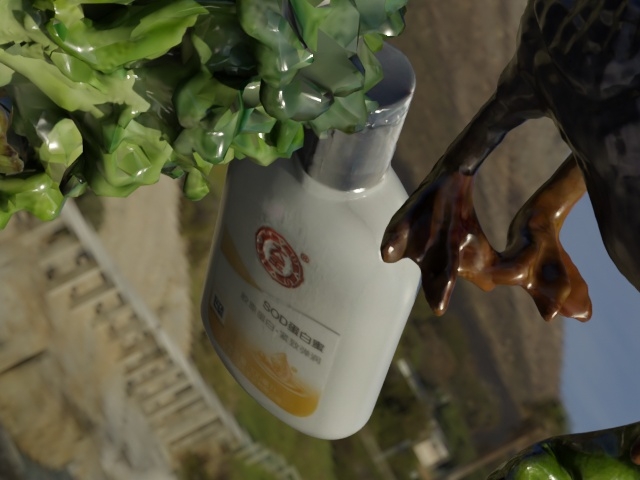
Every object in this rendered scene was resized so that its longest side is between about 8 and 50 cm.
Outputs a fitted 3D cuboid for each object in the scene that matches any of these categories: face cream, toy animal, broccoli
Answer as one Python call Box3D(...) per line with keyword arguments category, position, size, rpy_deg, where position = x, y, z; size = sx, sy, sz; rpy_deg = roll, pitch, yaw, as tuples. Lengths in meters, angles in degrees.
Box3D(category="face cream", position=(0.000, 0.000, 0.975), size=(0.144, 0.071, 0.291), rpy_deg=(44, -34, 18))
Box3D(category="toy animal", position=(0.122, -0.052, 0.680), size=(0.185, 0.122, 0.298), rpy_deg=(-43, -145, 44))
Box3D(category="broccoli", position=(-0.101, -0.100, 0.313), size=(0.177, 0.275, 0.198), rpy_deg=(-20, -102, 51))

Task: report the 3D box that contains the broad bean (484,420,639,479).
Box3D(category="broad bean", position=(0.193, 0.140, 1.063), size=(0.061, 0.195, 0.046), rpy_deg=(-79, 154, -63))

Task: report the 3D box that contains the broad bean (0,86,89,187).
Box3D(category="broad bean", position=(-0.188, -0.074, 1.146), size=(0.077, 0.061, 0.339), rpy_deg=(64, 6, 3))
